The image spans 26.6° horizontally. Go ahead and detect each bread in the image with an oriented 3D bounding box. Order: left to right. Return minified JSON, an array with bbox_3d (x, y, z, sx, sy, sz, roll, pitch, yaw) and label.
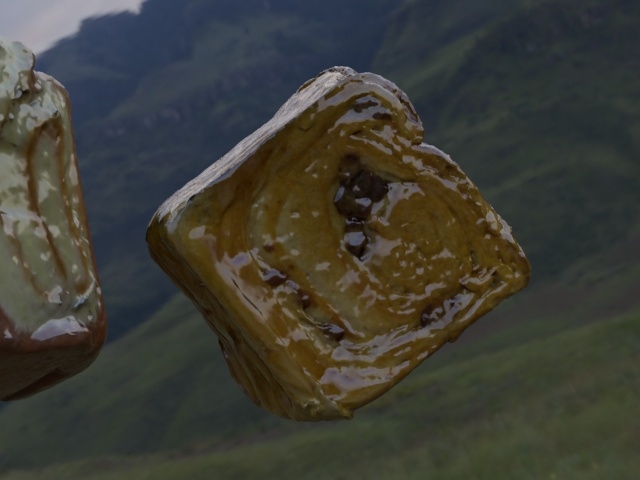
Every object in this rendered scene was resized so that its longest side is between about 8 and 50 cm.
[{"bbox_3d":[-0.220,-0.018,0.840,0.123,0.244,0.190,-16,-4,21],"label":"bread"},{"bbox_3d":[0.000,0.000,0.717,0.158,0.149,0.143,-33,7,-7],"label":"bread"}]
